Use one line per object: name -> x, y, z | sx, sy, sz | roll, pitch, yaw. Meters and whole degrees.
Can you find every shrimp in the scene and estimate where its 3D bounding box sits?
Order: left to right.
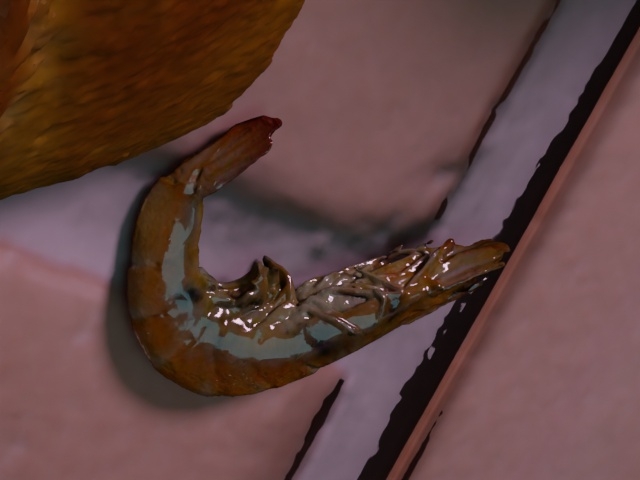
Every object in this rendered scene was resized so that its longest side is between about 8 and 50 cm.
shrimp -> 0.000, 0.000, 0.525 | 0.114, 0.023, 0.083 | -15, 117, -12

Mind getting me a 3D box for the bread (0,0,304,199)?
bread -> -0.063, -0.106, 0.380 | 0.129, 0.134, 0.260 | -12, 118, -19
